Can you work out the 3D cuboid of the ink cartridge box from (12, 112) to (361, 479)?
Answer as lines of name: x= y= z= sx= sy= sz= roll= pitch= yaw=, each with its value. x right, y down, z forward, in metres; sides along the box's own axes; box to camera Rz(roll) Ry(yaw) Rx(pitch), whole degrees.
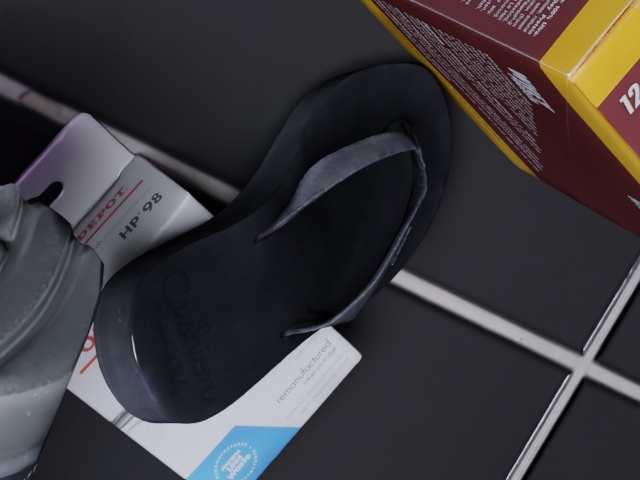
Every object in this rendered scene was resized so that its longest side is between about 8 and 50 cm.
ink cartridge box: x=-0.076 y=0.036 z=0.799 sx=0.104 sy=0.060 sz=0.180 roll=-49 pitch=128 yaw=-4

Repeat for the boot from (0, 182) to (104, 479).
boot: x=-0.304 y=0.114 z=0.620 sx=0.146 sy=0.367 sz=0.445 roll=-47 pitch=166 yaw=-54

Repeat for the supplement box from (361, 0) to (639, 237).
supplement box: x=0.143 y=-0.098 z=0.791 sx=0.129 sy=0.194 sz=0.191 roll=-50 pitch=129 yaw=-2

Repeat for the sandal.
sandal: x=0.000 y=0.001 z=0.770 sx=0.254 sy=0.054 sz=0.097 roll=-46 pitch=120 yaw=-43
